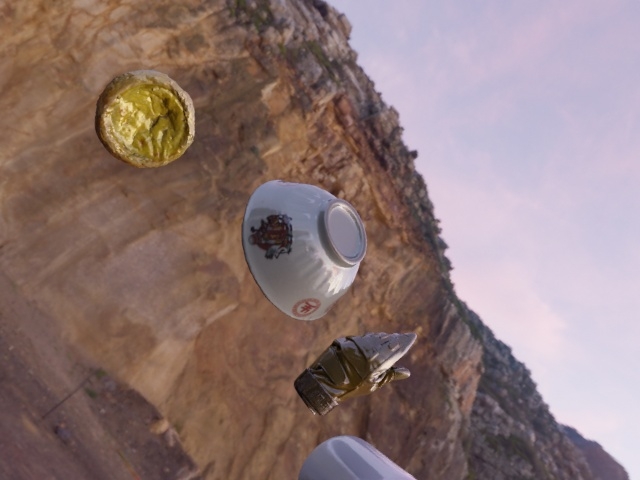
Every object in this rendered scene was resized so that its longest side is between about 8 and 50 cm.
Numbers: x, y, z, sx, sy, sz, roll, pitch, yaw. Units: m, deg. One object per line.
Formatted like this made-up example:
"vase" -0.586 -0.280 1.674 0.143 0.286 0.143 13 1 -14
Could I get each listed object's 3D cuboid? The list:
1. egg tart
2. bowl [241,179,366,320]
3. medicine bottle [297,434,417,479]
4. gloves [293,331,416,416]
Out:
"egg tart" -0.326 -0.227 1.096 0.191 0.191 0.074 66 -4 -36
"bowl" 0.000 0.000 1.312 0.158 0.337 0.337 -19 -67 36
"medicine bottle" 0.089 0.438 0.939 0.170 0.170 0.293 56 -20 -17
"gloves" 0.096 0.309 1.468 0.154 0.331 0.141 46 -16 53
